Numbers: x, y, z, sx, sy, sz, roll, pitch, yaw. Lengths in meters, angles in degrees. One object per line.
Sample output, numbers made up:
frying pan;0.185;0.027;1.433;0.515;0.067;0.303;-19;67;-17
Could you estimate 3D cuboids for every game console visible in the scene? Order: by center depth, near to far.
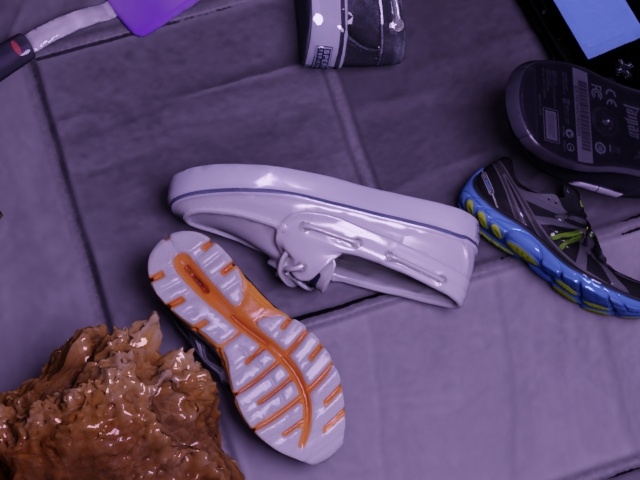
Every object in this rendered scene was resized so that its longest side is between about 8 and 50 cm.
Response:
game console;0.206;-0.286;1.357;0.213;0.044;0.361;-25;78;-10

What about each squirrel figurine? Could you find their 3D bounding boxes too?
squirrel figurine;-0.225;0.240;1.104;0.370;0.281;0.397;36;61;17

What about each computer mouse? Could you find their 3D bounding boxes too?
computer mouse;0.254;-0.045;1.261;0.262;0.060;0.184;6;69;-28

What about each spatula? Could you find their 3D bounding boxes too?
spatula;-0.227;-0.176;1.306;0.296;0.030;0.084;-31;77;-11

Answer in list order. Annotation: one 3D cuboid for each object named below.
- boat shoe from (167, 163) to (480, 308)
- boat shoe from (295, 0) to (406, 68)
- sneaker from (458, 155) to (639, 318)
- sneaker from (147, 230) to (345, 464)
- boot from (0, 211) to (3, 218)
boat shoe;0.000;0.000;1.237;0.258;0.095;0.084;9;70;0
boat shoe;0.031;-0.298;1.315;0.105;0.113;0.306;-1;77;-10
sneaker;0.204;-0.002;1.264;0.188;0.067;0.078;38;79;9
sneaker;-0.055;0.085;1.220;0.084;0.083;0.215;-35;84;-12
boot;-0.413;0.022;1.200;0.236;0.089;0.269;32;85;9
